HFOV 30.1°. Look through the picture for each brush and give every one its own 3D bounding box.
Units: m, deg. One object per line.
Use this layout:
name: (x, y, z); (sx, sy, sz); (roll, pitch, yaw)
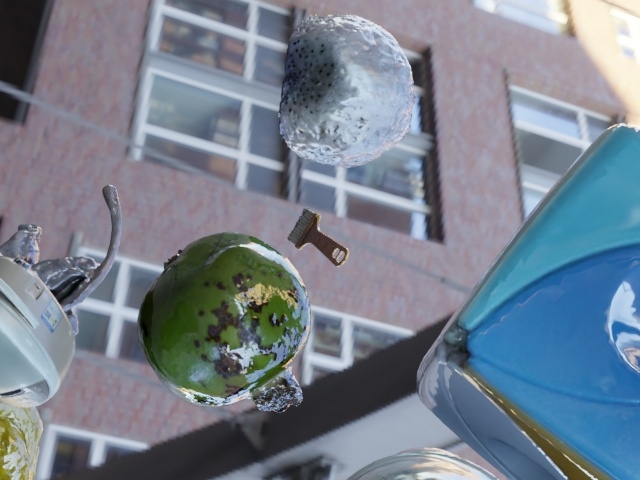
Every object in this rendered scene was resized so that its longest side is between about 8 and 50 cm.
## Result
brush: (0.000, 0.000, 2.504); (0.090, 0.017, 0.314); (-59, -156, 3)

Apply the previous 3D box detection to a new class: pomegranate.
pomegranate: (-0.121, 0.122, 1.632); (0.270, 0.254, 0.254); (51, -39, 13)

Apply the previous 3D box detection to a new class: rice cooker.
rice cooker: (-0.388, 0.108, 1.448); (0.145, 0.206, 0.127); (-15, -154, 30)

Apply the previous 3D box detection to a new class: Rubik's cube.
Rubik's cube: (0.338, 0.124, 1.330); (0.351, 0.352, 0.347); (-52, 172, -13)

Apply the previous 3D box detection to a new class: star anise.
star anise: (-0.465, 0.069, 1.765); (0.139, 0.316, 0.359); (97, -5, -65)

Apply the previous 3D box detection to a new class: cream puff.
cream puff: (-0.653, 0.357, 2.034); (0.324, 0.291, 0.257); (-48, 167, 5)

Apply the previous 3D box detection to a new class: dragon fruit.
dragon fruit: (0.053, -0.274, 2.173); (0.221, 0.204, 0.282); (-3, 100, -71)

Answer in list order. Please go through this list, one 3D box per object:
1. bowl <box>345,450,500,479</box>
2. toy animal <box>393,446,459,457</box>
bowl: (0.112, 0.397, 1.449); (0.146, 0.314, 0.313); (57, 39, -64)
toy animal: (0.140, 0.439, 1.825); (0.267, 0.213, 0.212); (-13, 129, -59)
